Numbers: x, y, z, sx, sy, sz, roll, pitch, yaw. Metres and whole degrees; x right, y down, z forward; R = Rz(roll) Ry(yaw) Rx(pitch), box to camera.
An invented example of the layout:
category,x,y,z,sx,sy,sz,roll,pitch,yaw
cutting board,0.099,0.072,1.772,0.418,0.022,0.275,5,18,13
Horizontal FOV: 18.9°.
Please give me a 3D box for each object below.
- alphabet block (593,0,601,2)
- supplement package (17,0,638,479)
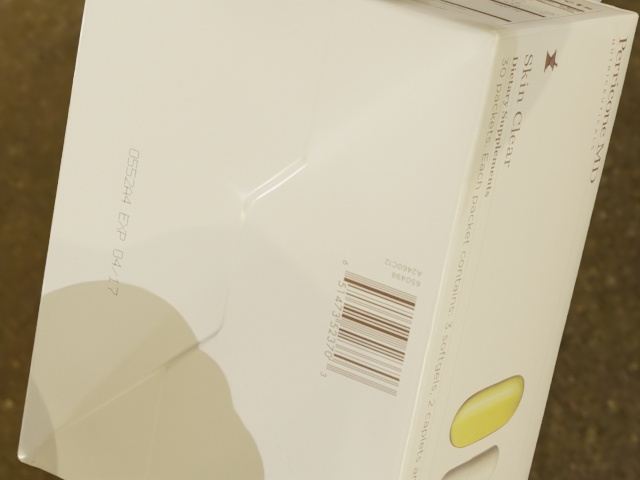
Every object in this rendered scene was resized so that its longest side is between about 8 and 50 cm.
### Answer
category,x,y,z,sx,sy,sz,roll,pitch,yaw
alphabet block,0.075,-0.257,0.985,0.193,0.197,0.192,48,113,41
supplement package,0.000,0.000,0.877,0.204,0.262,0.145,20,20,27
